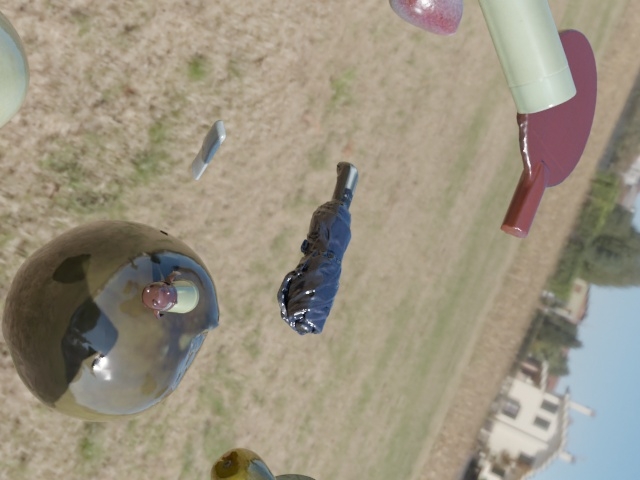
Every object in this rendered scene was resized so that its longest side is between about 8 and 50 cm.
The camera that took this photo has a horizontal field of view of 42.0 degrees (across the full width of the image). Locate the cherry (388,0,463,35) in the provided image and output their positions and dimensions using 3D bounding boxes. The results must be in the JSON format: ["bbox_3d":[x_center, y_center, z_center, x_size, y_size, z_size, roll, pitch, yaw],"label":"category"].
[{"bbox_3d":[0.164,-0.387,1.328,0.188,0.115,0.148,-69,139,-70],"label":"cherry"}]

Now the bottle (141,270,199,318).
[{"bbox_3d":[-0.201,0.071,1.099,0.101,0.047,0.063,13,72,-72],"label":"bottle"}]

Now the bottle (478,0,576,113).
[{"bbox_3d":[0.222,-0.247,0.934,0.072,0.072,0.201,-43,113,-55],"label":"bottle"}]

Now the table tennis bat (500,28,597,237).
[{"bbox_3d":[0.430,-0.199,1.559,0.268,0.051,0.415,35,73,-47],"label":"table tennis bat"}]

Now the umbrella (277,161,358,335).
[{"bbox_3d":[0.005,-0.002,1.017,0.071,0.071,0.248,83,21,-61],"label":"umbrella"}]

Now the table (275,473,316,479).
[{"bbox_3d":[-0.053,0.467,1.465,0.133,0.133,0.043,-38,132,-60],"label":"table"}]

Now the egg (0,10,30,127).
[{"bbox_3d":[-0.499,-0.227,1.033,0.219,0.269,0.219,-170,-90,-82],"label":"egg"}]

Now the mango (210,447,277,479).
[{"bbox_3d":[-0.094,0.393,1.207,0.130,0.092,0.195,-133,-157,-69],"label":"mango"}]

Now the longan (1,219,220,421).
[{"bbox_3d":[-0.311,0.116,1.254,0.319,0.319,0.319,-57,162,-31],"label":"longan"}]

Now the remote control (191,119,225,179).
[{"bbox_3d":[-0.258,-0.202,1.877,0.184,0.027,0.050,-47,-132,50],"label":"remote control"}]
